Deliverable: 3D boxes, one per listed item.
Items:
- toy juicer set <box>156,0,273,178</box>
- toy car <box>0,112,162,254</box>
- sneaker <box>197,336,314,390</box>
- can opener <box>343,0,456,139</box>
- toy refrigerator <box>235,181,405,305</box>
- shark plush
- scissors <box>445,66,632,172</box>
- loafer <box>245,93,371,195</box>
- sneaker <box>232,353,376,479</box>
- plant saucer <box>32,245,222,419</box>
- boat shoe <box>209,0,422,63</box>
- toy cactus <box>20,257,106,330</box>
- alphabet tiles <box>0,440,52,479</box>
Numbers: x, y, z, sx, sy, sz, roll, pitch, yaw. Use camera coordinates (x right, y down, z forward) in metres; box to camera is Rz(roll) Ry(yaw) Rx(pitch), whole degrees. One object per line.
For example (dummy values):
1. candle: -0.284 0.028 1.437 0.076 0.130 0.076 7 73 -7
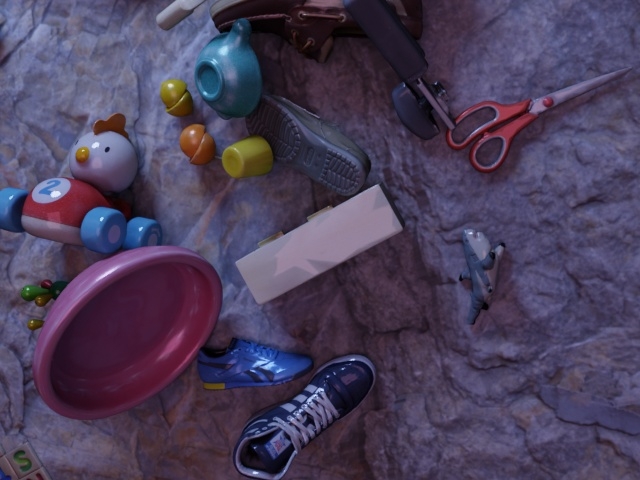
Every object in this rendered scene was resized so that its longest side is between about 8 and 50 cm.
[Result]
1. toy juicer set: -0.176 -0.270 1.103 0.209 0.089 0.329 13 117 38
2. toy car: -0.385 -0.107 1.135 0.219 0.210 0.238 11 87 19
3. sneaker: -0.118 0.211 1.190 0.209 0.069 0.082 -7 97 10
4. can opener: 0.114 -0.264 1.034 0.095 0.076 0.283 -33 121 23
5. toy refrigerator: 0.000 0.000 1.127 0.269 0.102 0.094 -29 93 12
6. shark plush: 0.265 0.061 1.135 0.067 0.073 0.161 12 121 26
7. scissors: 0.343 -0.223 1.084 0.297 0.021 0.109 -36 89 13
8. loafer: -0.019 -0.162 1.125 0.251 0.087 0.094 38 123 15
9. sneaker: -0.028 0.305 1.146 0.282 0.153 0.099 -35 92 12
10. plant saucer: -0.316 0.139 1.105 0.084 0.332 0.332 38 103 32
11. boat shoe: -0.006 -0.345 1.075 0.342 0.123 0.123 -5 96 3
12. toy cactus: -0.420 0.120 1.223 0.219 0.112 0.180 31 82 6
13. alphabet tiles: -0.634 0.560 1.348 0.285 0.011 0.343 -30 92 11
